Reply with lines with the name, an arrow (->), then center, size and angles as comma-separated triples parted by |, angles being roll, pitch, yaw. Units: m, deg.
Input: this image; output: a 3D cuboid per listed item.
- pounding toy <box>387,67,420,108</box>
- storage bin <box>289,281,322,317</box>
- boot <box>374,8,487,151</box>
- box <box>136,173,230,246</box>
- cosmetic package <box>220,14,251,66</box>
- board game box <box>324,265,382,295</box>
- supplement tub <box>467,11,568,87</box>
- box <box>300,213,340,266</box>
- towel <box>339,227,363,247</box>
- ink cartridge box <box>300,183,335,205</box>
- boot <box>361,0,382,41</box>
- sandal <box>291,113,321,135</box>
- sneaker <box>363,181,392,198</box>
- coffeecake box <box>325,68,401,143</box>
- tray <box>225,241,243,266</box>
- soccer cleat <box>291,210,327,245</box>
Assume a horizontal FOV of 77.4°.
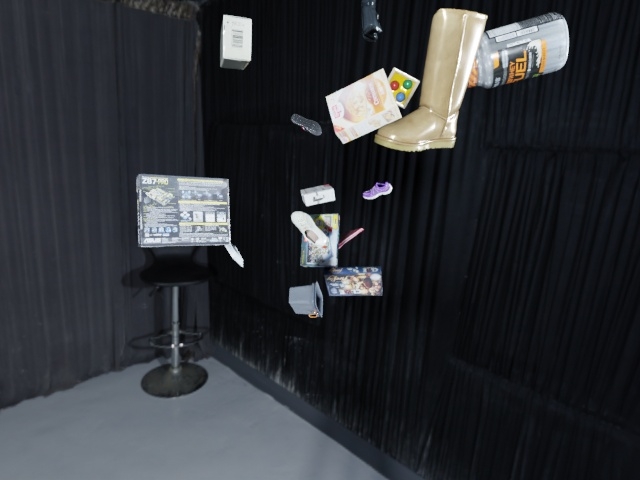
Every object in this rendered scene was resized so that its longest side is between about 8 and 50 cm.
pounding toy -> 0.306, -0.649, 1.766 | 0.181, 0.205, 0.094 | 29, 25, 0
storage bin -> -0.047, 0.201, 1.299 | 0.091, 0.098, 0.135 | -4, -30, 9
boot -> 0.224, -0.331, 0.833 | 0.236, 0.269, 0.089 | -14, 33, -36
box -> -0.616, -0.131, 1.816 | 0.396, 0.317, 0.097 | -2, 0, -31
cosmetic package -> -0.365, -0.831, 1.699 | 0.113, 0.160, 0.309 | 0, 17, -15
board game box -> 0.148, 0.182, 1.766 | 0.244, 0.164, 0.042 | -2, 47, 11
supplement tub -> 0.673, -0.659, 1.412 | 0.317, 0.193, 0.193 | -11, 9, 15
box -> 0.000, 0.000, 1.754 | 0.160, 0.232, 0.044 | 0, -13, 16
towel -> 0.115, -0.001, 2.331 | 0.199, 0.031, 0.275 | -35, 8, -22
ink cartridge box -> -0.013, -0.206, 1.806 | 0.136, 0.056, 0.099 | -13, 23, -7
boot -> 0.227, -1.043, 1.784 | 0.094, 0.206, 0.246 | -6, -9, 3
sandal -> -0.076, -0.624, 2.157 | 0.179, 0.067, 0.040 | 27, -11, -6
sneaker -> 0.303, -0.279, 2.170 | 0.170, 0.071, 0.068 | -17, 36, 32
coffeecake box -> 0.124, -0.391, 1.169 | 0.186, 0.142, 0.068 | -21, -25, 18
tray -> -0.484, 0.060, 2.227 | 0.030, 0.145, 0.270 | -30, -13, -7
soccer cleat -> -0.053, -0.050, 1.553 | 0.196, 0.068, 0.076 | 44, 24, 25
